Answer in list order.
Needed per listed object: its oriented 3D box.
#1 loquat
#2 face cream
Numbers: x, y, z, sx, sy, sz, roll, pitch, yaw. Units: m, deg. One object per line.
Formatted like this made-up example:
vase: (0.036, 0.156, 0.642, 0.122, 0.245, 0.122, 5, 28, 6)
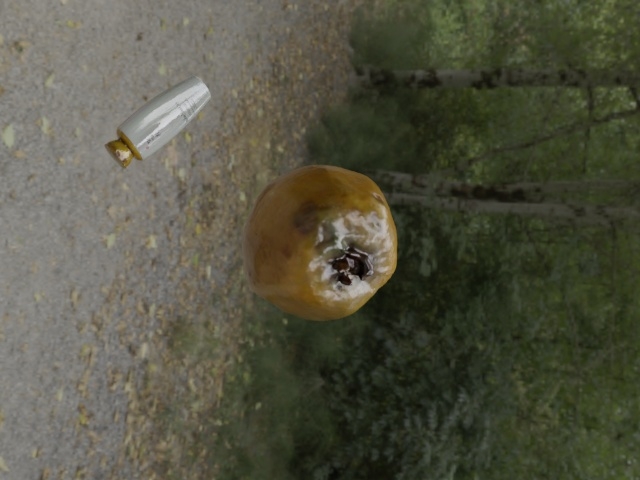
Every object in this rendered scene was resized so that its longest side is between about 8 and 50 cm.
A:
loquat: (0.000, 0.000, 0.851, 0.187, 0.176, 0.234, -54, -162, 5)
face cream: (-0.251, -0.185, 1.114, 0.182, 0.051, 0.072, -42, 138, -17)
